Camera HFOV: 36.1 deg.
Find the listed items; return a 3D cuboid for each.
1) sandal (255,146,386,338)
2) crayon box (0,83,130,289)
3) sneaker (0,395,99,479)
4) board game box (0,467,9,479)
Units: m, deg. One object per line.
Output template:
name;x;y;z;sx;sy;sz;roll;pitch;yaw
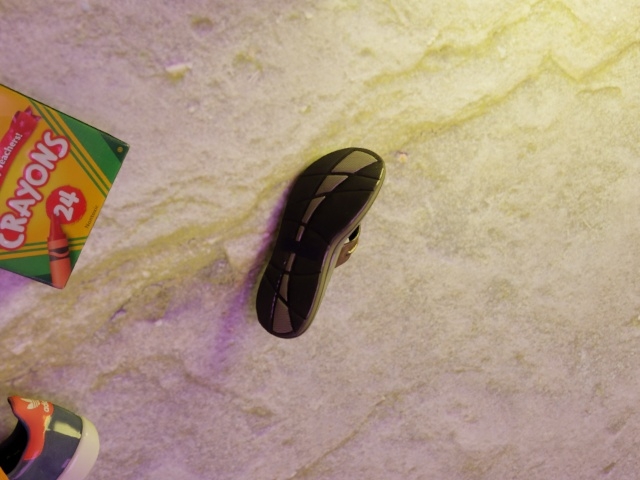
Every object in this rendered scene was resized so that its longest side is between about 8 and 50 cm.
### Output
sandal;-0.002;0.001;1.435;0.302;0.120;0.086;-63;153;2
crayon box;-0.410;-0.089;1.149;0.318;0.081;0.202;24;92;-35
sneaker;-0.439;0.354;1.254;0.148;0.131;0.350;38;78;-28
board game box;-0.540;0.372;0.978;0.356;0.356;0.356;18;104;-47
